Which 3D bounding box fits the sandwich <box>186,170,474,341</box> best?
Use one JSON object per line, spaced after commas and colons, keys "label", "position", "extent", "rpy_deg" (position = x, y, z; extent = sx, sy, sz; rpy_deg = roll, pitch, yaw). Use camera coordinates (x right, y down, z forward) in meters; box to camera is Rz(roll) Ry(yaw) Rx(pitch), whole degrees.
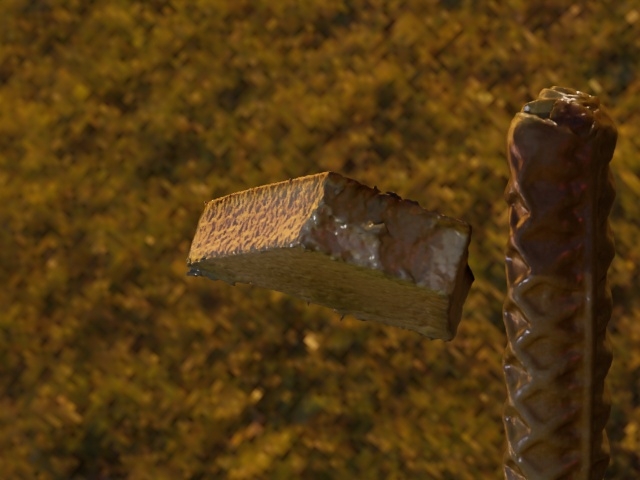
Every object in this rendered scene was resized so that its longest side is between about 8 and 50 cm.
{"label": "sandwich", "position": [0.000, 0.000, 1.253], "extent": [0.193, 0.162, 0.058], "rpy_deg": [15, 74, 9]}

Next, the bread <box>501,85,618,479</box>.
{"label": "bread", "position": [0.172, 0.065, 1.419], "extent": [0.084, 0.367, 0.077], "rpy_deg": [-5, 23, -9]}
